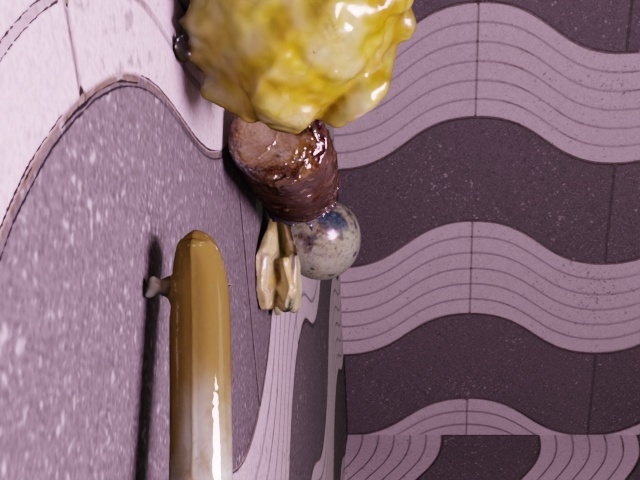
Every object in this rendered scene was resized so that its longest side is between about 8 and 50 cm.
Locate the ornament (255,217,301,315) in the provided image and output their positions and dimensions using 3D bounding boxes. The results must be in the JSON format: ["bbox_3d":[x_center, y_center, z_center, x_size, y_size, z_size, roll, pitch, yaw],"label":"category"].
[{"bbox_3d":[-0.058,0.020,1.305,0.201,0.059,0.180,77,12,-83],"label":"ornament"}]

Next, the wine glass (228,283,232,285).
[{"bbox_3d":[-0.102,0.078,0.811,0.039,0.042,0.083,8,83,-47],"label":"wine glass"}]

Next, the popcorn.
[{"bbox_3d":[-0.024,-0.236,0.799,0.252,0.215,0.286,-17,-111,61],"label":"popcorn"}]

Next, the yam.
[{"bbox_3d":[-0.037,-0.095,1.100,0.279,0.131,0.131,69,21,-81],"label":"yam"}]

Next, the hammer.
[{"bbox_3d":[-0.086,0.136,0.625,0.202,0.113,0.305,85,0,-73],"label":"hammer"}]

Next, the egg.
[{"bbox_3d":[0.000,0.000,1.536,0.181,0.141,0.141,102,-10,-68],"label":"egg"}]
